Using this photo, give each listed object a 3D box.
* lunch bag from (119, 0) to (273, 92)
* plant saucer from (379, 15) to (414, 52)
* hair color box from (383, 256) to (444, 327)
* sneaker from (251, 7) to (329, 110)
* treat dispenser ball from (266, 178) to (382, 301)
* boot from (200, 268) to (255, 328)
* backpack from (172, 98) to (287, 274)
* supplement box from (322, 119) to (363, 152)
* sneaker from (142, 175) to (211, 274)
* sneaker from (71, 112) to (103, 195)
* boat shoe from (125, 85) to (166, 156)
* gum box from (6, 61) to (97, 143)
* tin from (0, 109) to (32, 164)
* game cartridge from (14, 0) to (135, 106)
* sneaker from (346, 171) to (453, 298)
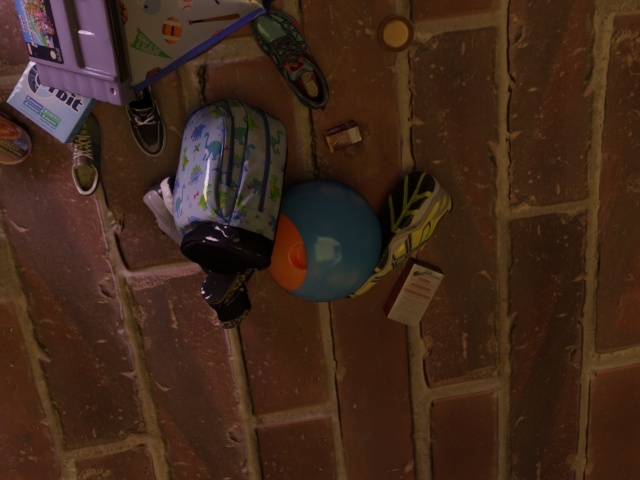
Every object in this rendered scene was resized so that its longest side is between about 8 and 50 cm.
[{"bbox_3d":[-0.332,-0.513,1.496,0.385,0.239,0.328,-29,109,16],"label":"lunch bag"},{"bbox_3d":[0.175,-0.478,1.733,0.083,0.015,0.083,-4,112,-9],"label":"plant saucer"},{"bbox_3d":[0.245,0.137,1.974,0.093,0.053,0.167,21,108,-16],"label":"hair color box"},{"bbox_3d":[-0.054,-0.405,1.663,0.104,0.125,0.262,-37,113,5],"label":"sneaker"},{"bbox_3d":[0.000,0.000,1.747,0.288,0.288,0.288,-3,112,-8],"label":"treat dispenser ball"},{"bbox_3d":[-0.199,0.096,1.861,0.236,0.085,0.179,-54,156,-26],"label":"boot"},{"bbox_3d":[-0.196,-0.132,1.642,0.273,0.290,0.356,30,71,-23],"label":"backpack"},{"bbox_3d":[0.053,-0.248,1.783,0.083,0.055,0.043,-21,114,-2],"label":"supplement box"},{"bbox_3d":[-0.324,-0.029,1.797,0.108,0.100,0.272,-17,118,23],"label":"sneaker"},{"bbox_3d":[-0.528,-0.191,1.689,0.064,0.086,0.192,0,112,-10],"label":"sneaker"},{"bbox_3d":[-0.401,-0.288,1.681,0.077,0.070,0.219,-13,113,-4],"label":"boat shoe"},{"bbox_3d":[-0.567,-0.331,1.627,0.157,0.041,0.184,36,102,-2],"label":"gum box"},{"bbox_3d":[-0.728,-0.241,1.644,0.189,0.040,0.106,34,105,-32],"label":"tin"},{"bbox_3d":[-0.488,-0.445,1.441,0.230,0.068,0.355,14,130,18],"label":"game cartridge"},{"bbox_3d":[0.188,0.011,1.869,0.147,0.145,0.385,24,116,-39],"label":"sneaker"}]
